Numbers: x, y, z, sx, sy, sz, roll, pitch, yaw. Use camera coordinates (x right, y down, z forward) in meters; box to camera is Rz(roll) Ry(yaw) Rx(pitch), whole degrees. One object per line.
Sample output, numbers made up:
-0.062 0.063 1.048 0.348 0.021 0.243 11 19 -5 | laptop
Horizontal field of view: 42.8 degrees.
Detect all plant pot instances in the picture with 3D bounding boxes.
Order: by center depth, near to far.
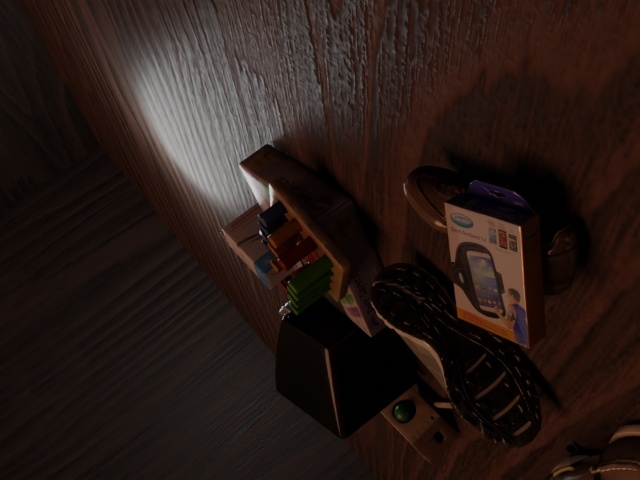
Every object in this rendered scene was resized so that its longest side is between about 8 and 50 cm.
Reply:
0.032 0.187 1.394 0.187 0.188 0.167 27 140 44 | plant pot

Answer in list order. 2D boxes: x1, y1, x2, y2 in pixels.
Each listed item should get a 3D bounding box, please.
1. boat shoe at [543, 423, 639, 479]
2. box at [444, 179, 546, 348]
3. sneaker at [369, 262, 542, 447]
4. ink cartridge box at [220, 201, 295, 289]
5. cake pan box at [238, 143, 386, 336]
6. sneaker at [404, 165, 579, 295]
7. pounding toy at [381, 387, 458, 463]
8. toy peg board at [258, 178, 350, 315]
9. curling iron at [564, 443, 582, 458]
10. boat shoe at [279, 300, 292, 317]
0.303 0.277 0.863 0.116 0.097 0.324 52 161 12 | boat shoe
0.146 0.018 0.686 0.081 0.028 0.136 22 135 47 | box
0.175 0.140 1.022 0.271 0.100 0.108 50 -179 26 | sneaker
-0.114 -0.005 1.563 0.180 0.104 0.060 44 164 31 | ink cartridge box
0.000 0.000 1.280 0.246 0.070 0.267 41 162 48 | cake pan box
0.154 -0.031 0.727 0.188 0.066 0.071 38 144 32 | sneaker
0.181 0.310 1.445 0.130 0.100 0.141 42 173 41 | pounding toy
-0.042 0.022 1.164 0.160 0.079 0.161 49 165 15 | toy peg board
0.363 0.361 1.063 0.068 0.035 0.274 2 127 46 | curling iron
0.053 0.228 1.603 0.320 0.103 0.118 51 167 2 | boat shoe
